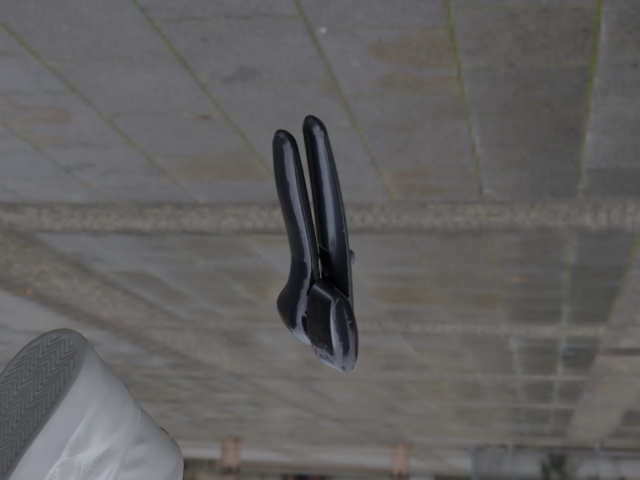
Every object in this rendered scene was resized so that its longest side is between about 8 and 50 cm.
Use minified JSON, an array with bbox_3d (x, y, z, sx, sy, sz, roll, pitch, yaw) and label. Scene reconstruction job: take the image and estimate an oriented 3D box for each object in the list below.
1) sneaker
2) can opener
[{"bbox_3d":[-0.198,0.223,0.855,0.108,0.293,0.169,16,153,43],"label":"sneaker"},{"bbox_3d":[0.000,0.000,0.897,0.073,0.186,0.059,18,-144,41],"label":"can opener"}]
